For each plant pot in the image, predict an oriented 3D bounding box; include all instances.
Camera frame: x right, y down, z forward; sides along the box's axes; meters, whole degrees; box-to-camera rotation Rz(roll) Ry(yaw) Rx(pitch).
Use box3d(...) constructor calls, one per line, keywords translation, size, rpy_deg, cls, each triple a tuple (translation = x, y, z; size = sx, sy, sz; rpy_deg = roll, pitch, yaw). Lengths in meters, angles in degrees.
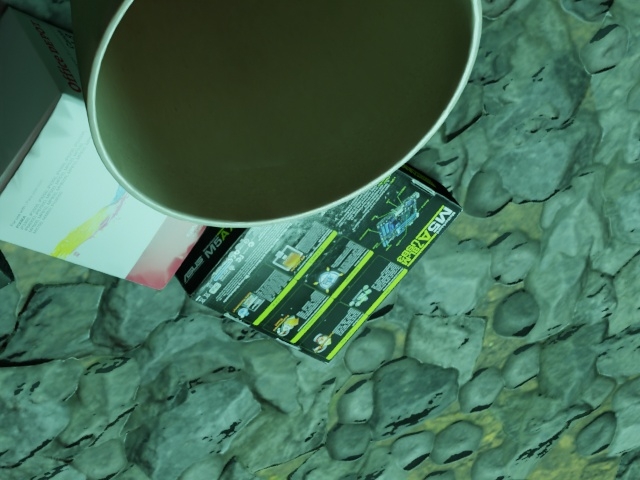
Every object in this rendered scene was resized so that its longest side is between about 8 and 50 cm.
box3d(translation=(-0.066, -0.193, 1.287), size=(0.257, 0.274, 0.256), rpy_deg=(-14, 136, -14), cls="plant pot")

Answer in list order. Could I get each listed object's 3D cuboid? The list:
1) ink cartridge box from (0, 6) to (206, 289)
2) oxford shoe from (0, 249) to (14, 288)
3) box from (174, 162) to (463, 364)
box3d(translation=(-0.176, -0.066, 1.438), size=(0.176, 0.128, 0.127), rpy_deg=(19, 114, -41), cls="ink cartridge box")
box3d(translation=(-0.321, -0.011, 1.432), size=(0.096, 0.083, 0.227), rpy_deg=(-32, 135, 3), cls="oxford shoe")
box3d(translation=(0.000, 0.000, 1.662), size=(0.184, 0.045, 0.190), rpy_deg=(26, 109, -45), cls="box")
